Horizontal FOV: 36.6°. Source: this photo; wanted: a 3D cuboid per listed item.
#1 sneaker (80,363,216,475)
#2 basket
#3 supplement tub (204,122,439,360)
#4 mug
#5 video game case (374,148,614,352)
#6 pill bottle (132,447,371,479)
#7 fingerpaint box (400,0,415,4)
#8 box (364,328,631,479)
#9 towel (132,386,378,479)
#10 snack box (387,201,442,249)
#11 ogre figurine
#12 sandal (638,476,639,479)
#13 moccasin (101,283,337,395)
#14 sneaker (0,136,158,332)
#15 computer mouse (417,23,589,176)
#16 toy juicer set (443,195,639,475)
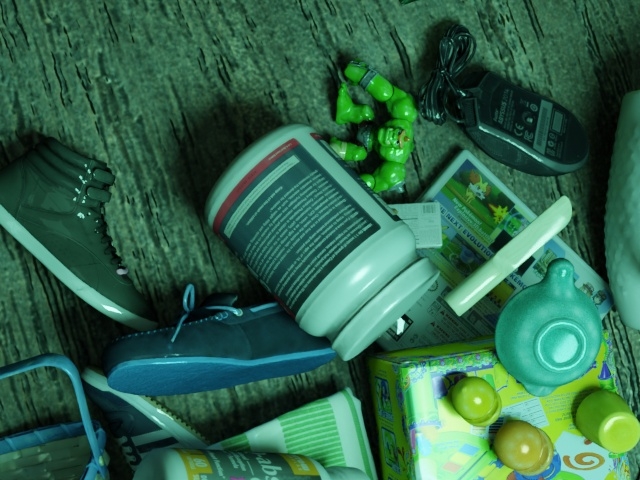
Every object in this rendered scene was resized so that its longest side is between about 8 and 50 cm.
[{"bbox_3d":[-0.229,0.295,1.265,0.282,0.099,0.153,39,79,-11],"label":"sneaker"},{"bbox_3d":[-0.383,0.285,1.159,0.254,0.201,0.289,-12,117,2],"label":"basket"},{"bbox_3d":[0.000,0.000,1.247,0.191,0.191,0.272,-41,78,-11],"label":"supplement tub"},{"bbox_3d":[0.513,-0.028,1.318,0.276,0.374,0.328,10,92,32],"label":"mug"},{"bbox_3d":[0.230,0.085,1.408,0.329,0.036,0.300,42,80,-7],"label":"video game case"},{"bbox_3d":[-0.078,0.333,1.153,0.278,0.162,0.162,9,86,-29],"label":"pill bottle"},{"bbox_3d":[0.226,-0.613,1.365,0.371,0.163,0.445,-20,92,-12],"label":"fingerpaint box"},{"bbox_3d":[0.235,0.272,1.291,0.290,0.177,0.279,-7,89,-13],"label":"box"},{"bbox_3d":[-0.066,0.357,1.276,0.325,0.038,0.248,-20,106,-25],"label":"towel"},{"bbox_3d":[0.080,-0.017,1.357,0.178,0.022,0.064,-3,78,1],"label":"snack box"},{"bbox_3d":[0.073,-0.148,1.355,0.118,0.097,0.197,11,70,6],"label":"ogre figurine"},{"bbox_3d":[0.547,0.497,1.428,0.169,0.102,0.416,11,85,-12],"label":"sandal"},{"bbox_3d":[-0.133,0.128,1.265,0.342,0.138,0.117,1,63,-41],"label":"moccasin"},{"bbox_3d":[-0.293,-0.015,1.257,0.296,0.104,0.147,43,85,-4],"label":"sneaker"},{"bbox_3d":[0.262,-0.177,1.400,0.272,0.072,0.188,29,57,-10],"label":"computer mouse"},{"bbox_3d":[0.244,0.129,1.171,0.209,0.089,0.329,-21,101,-1],"label":"toy juicer set"}]
